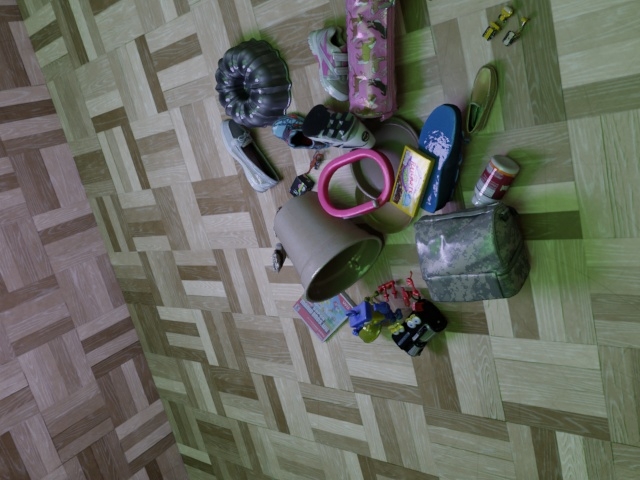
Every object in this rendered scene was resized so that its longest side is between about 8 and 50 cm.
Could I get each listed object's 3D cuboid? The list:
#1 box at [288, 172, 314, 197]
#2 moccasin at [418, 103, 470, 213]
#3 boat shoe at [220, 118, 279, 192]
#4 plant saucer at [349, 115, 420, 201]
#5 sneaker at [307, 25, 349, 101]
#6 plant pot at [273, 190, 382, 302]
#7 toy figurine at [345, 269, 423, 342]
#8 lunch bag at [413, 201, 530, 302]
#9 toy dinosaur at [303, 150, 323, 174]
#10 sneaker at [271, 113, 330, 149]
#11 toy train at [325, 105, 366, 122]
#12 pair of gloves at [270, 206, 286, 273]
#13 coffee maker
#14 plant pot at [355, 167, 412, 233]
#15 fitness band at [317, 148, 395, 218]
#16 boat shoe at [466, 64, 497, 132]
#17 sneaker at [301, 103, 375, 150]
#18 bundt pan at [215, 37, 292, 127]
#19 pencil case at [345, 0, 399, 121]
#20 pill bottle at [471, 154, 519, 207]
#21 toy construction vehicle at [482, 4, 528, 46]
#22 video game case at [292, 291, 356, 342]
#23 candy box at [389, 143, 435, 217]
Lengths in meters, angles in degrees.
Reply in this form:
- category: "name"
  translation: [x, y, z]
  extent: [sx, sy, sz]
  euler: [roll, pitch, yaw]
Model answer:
- category: "box"
  translation: [-0.072, -0.202, 2.093]
  extent: [0.062, 0.052, 0.083]
  euler: [45, 133, 14]
- category: "moccasin"
  translation: [0.364, -0.253, 1.661]
  extent: [0.137, 0.116, 0.342]
  euler: [38, 136, 35]
- category: "boat shoe"
  translation: [-0.277, -0.344, 2.163]
  extent: [0.103, 0.118, 0.321]
  euler: [-24, 97, 38]
- category: "plant saucer"
  translation: [0.218, -0.265, 1.792]
  extent: [0.277, 0.041, 0.278]
  euler: [7, 103, 35]
- category: "sneaker"
  translation: [0.052, -0.576, 1.774]
  extent: [0.111, 0.103, 0.253]
  euler: [-16, 100, 45]
- category: "plant pot"
  translation: [0.000, 0.000, 1.978]
  extent: [0.305, 0.333, 0.334]
  euler: [51, 135, 25]
- category: "toy figurine"
  translation: [0.163, 0.244, 1.933]
  extent: [0.362, 0.217, 0.192]
  euler: [-38, 55, 52]
- category: "lunch bag"
  translation: [0.446, 0.026, 1.635]
  extent: [0.305, 0.212, 0.256]
  euler: [-7, 118, 43]
- category: "toy dinosaur"
  translation: [-0.017, -0.283, 2.001]
  extent: [0.047, 0.090, 0.082]
  euler: [31, 161, 6]
- category: "sneaker"
  translation: [-0.087, -0.387, 1.967]
  extent: [0.261, 0.125, 0.104]
  euler: [18, 120, 33]
- category: "toy train"
  translation: [0.087, -0.402, 1.872]
  extent: [0.166, 0.046, 0.125]
  euler: [22, 113, 34]
- category: "pair of gloves"
  translation: [-0.168, 0.002, 2.182]
  extent: [0.042, 0.204, 0.240]
  euler: [2, 110, 5]
- category: "coffee maker"
  translation: [0.340, 0.298, 1.957]
  extent: [0.178, 0.120, 0.171]
  euler: [-57, 43, 40]
- category: "plant pot"
  translation: [0.224, -0.138, 1.887]
  extent: [0.236, 0.032, 0.237]
  euler: [18, 120, 34]
- category: "fitness band"
  translation: [0.112, -0.187, 1.820]
  extent: [0.290, 0.054, 0.209]
  euler: [-17, 83, 37]
- category: "boat shoe"
  translation: [0.448, -0.393, 1.544]
  extent: [0.068, 0.072, 0.190]
  euler: [19, 121, 33]
- category: "sneaker"
  translation: [0.056, -0.354, 1.805]
  extent: [0.123, 0.146, 0.330]
  euler: [-60, 36, 5]
- category: "bundt pan"
  translation: [-0.269, -0.571, 2.037]
  extent: [0.330, 0.124, 0.331]
  euler: [19, 121, 34]
- category: "pencil case"
  translation: [0.158, -0.563, 1.656]
  extent: [0.159, 0.167, 0.387]
  euler: [-2, 114, 3]
- category: "pill bottle"
  translation: [0.504, -0.166, 1.598]
  extent: [0.086, 0.086, 0.152]
  euler: [38, 131, 20]
- category: "toy construction vehicle"
  translation: [0.492, -0.563, 1.459]
  extent: [0.086, 0.035, 0.098]
  euler: [50, 132, 25]
- category: "video game case"
  translation: [0.012, 0.278, 2.272]
  extent: [0.204, 0.025, 0.285]
  euler: [48, 133, 12]
- category: "candy box"
  translation: [0.279, -0.181, 1.683]
  extent: [0.105, 0.027, 0.206]
  euler: [37, 134, 31]
